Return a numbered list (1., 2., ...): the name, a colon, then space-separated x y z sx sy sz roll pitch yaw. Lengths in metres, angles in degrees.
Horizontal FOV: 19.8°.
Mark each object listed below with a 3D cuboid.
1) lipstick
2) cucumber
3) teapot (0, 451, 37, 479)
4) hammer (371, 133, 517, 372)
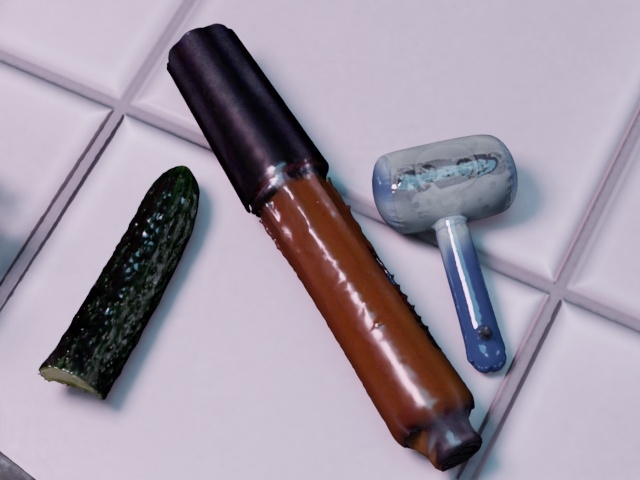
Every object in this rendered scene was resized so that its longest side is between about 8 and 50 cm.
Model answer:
1. lipstick: 0.000 0.000 1.450 0.077 0.077 0.418 -27 66 -12
2. cucumber: -0.149 0.029 1.450 0.052 0.058 0.215 0 52 41
3. teapot: -0.307 0.294 1.223 0.300 0.253 0.344 28 70 36
4. hammer: 0.113 0.012 1.452 0.116 0.069 0.194 -12 71 -5
